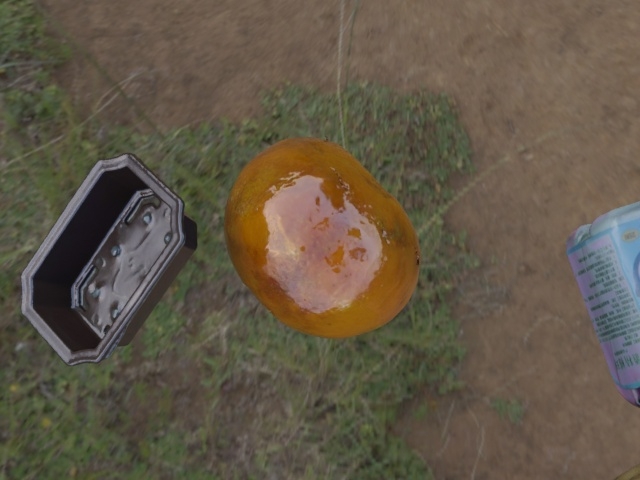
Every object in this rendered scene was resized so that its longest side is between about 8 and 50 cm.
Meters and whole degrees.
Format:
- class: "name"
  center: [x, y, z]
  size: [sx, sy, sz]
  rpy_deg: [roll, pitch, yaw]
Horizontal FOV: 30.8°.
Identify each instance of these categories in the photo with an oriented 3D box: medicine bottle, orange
- class: "medicine bottle"
  center: [0.259, 0.062, 0.801]
  size: [0.119, 0.094, 0.188]
  rpy_deg: [-16, 81, -14]
- class: "orange"
  center: [0.000, 0.000, 1.544]
  size: [0.226, 0.284, 0.284]
  rpy_deg: [-41, 100, 5]

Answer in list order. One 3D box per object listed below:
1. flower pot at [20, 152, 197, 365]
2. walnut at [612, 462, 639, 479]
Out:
- class: "flower pot"
  center: [-0.249, 0.028, 1.439]
  size: [0.179, 0.084, 0.251]
  rpy_deg: [41, 101, 29]
- class: "walnut"
  center: [0.262, 0.258, 0.608]
  size: [0.333, 0.333, 0.332]
  rpy_deg: [1, 106, 4]
